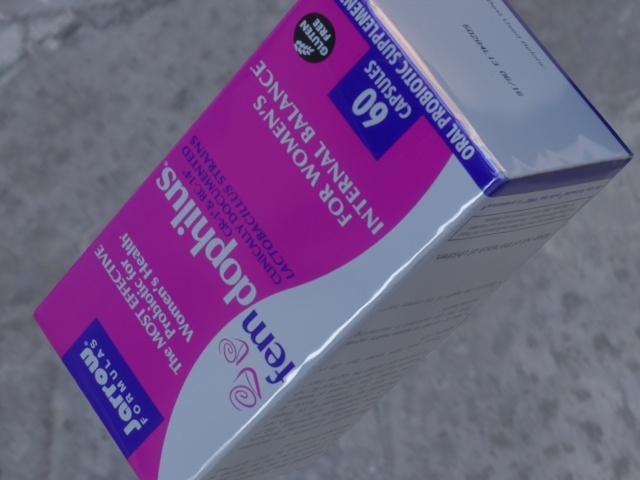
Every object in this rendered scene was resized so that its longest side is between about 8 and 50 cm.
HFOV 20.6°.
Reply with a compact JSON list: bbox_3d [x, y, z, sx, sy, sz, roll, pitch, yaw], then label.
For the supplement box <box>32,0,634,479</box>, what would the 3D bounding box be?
[{"bbox_3d":[0.000,0.000,0.729,0.220,0.114,0.111,-47,70,30],"label":"supplement box"}]
